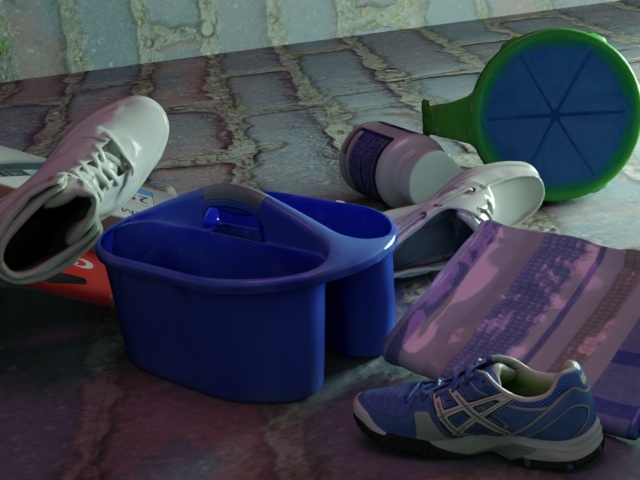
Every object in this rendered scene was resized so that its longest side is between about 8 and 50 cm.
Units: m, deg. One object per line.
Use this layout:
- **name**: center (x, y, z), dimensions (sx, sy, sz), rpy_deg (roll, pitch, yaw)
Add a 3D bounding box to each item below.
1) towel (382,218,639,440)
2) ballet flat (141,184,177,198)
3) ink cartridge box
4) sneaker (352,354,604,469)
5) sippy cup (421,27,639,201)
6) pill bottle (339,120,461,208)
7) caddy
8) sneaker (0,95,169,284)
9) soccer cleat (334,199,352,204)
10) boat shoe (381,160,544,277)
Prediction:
- **towel**: center (0.214, 0.070, 1.061), dimensions (0.285, 0.034, 0.209), rpy_deg (14, 51, 44)
- **ballet flat**: center (-0.194, -0.033, 1.560), dimensions (0.232, 0.073, 0.080), rpy_deg (12, 27, 44)
- **ink cartridge box**: center (-0.314, -0.021, 1.356), dimensions (0.296, 0.066, 0.261), rpy_deg (15, 19, -18)
- **sneaker**: center (0.127, 0.133, 0.945), dimensions (0.211, 0.081, 0.080), rpy_deg (-1, 21, 21)
- **sippy cup**: center (0.315, -0.182, 1.625), dimensions (0.306, 0.240, 0.224), rpy_deg (32, 6, -5)
- **pill bottle**: center (0.113, -0.100, 1.590), dimensions (0.112, 0.112, 0.187), rpy_deg (-14, 20, -21)
- **caddy**: center (-0.076, 0.028, 1.174), dimensions (0.341, 0.179, 0.241), rpy_deg (11, 24, 42)
- **sneaker**: center (-0.243, -0.051, 1.197), dimensions (0.292, 0.108, 0.169), rpy_deg (-46, 24, -23)
- **soccer cleat**: center (0.000, 0.000, 1.411), dimensions (0.076, 0.068, 0.196), rpy_deg (-6, 21, 12)
- **boat shoe**: center (0.166, -0.013, 1.351), dimensions (0.277, 0.098, 0.096), rpy_deg (-24, 24, -20)
